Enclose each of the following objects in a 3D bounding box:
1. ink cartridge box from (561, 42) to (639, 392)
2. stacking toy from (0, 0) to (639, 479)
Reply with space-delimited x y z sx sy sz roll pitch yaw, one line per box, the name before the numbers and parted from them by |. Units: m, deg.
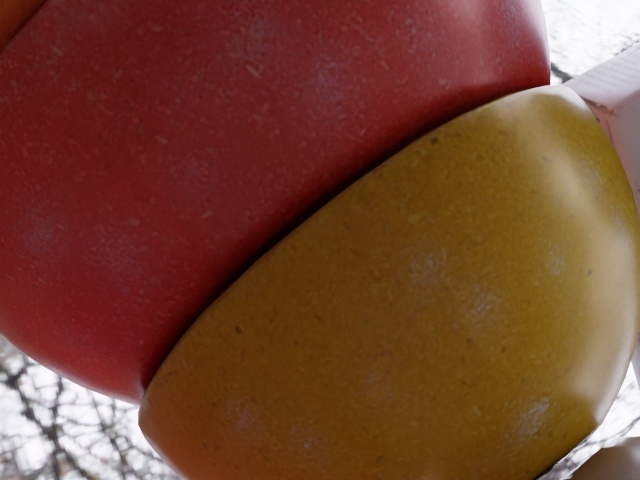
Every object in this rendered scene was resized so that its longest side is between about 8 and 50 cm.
ink cartridge box | 0.330 -0.020 0.718 0.330 0.071 0.324 -28 -61 -10
stacking toy | 0.000 0.000 0.459 0.350 0.350 0.480 -44 -109 23
